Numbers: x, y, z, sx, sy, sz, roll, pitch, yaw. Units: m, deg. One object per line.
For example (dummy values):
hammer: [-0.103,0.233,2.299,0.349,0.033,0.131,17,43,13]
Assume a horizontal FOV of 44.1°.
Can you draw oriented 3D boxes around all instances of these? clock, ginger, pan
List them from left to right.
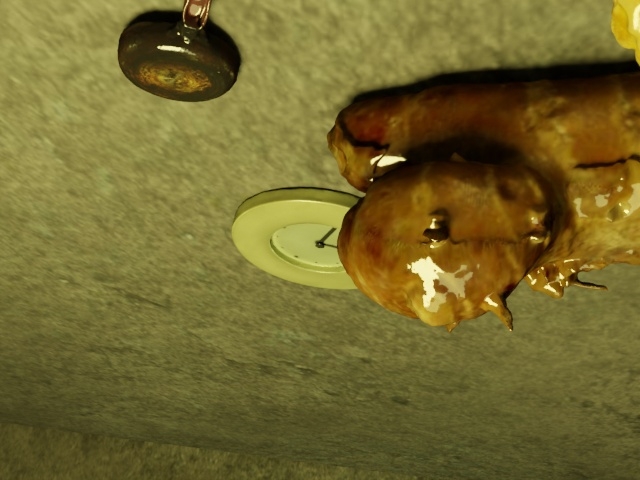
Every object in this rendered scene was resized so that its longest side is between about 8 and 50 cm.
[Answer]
pan: [-0.115,-0.183,0.702,0.114,0.040,0.212,12,154,-18]
clock: [0.000,0.000,1.041,0.235,0.029,0.235,7,151,4]
ginger: [0.204,-0.031,0.696,0.418,0.254,0.176,-2,146,9]

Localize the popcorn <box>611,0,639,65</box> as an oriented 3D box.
popcorn: [0.271,-0.174,0.499,0.180,0.180,0.170,30,174,-36]
